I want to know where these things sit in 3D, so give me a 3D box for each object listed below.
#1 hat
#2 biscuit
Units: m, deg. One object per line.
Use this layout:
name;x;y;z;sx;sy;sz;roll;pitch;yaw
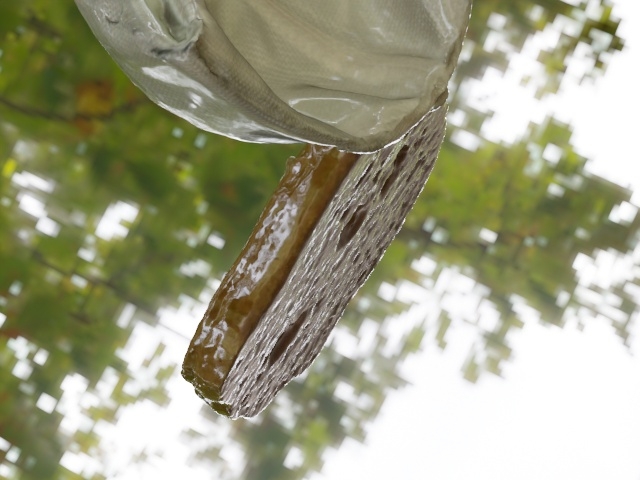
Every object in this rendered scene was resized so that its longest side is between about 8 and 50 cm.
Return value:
hat;-0.066;-0.128;0.756;0.219;0.226;0.164;-56;-34;-36
biscuit;-0.002;-0.001;1.275;0.257;0.049;0.273;-59;-13;4
